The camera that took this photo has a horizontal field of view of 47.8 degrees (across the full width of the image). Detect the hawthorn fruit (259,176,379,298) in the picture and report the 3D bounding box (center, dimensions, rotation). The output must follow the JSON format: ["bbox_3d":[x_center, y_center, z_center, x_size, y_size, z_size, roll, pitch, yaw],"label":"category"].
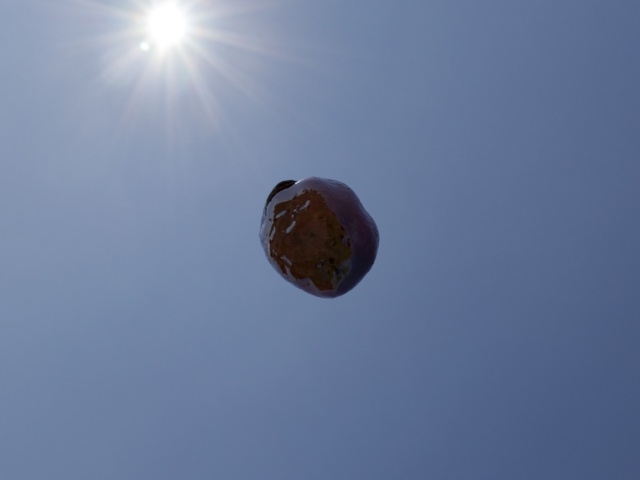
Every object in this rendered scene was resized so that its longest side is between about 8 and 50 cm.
[{"bbox_3d":[0.000,0.000,1.133,0.189,0.251,0.190,-4,-69,-10],"label":"hawthorn fruit"}]
